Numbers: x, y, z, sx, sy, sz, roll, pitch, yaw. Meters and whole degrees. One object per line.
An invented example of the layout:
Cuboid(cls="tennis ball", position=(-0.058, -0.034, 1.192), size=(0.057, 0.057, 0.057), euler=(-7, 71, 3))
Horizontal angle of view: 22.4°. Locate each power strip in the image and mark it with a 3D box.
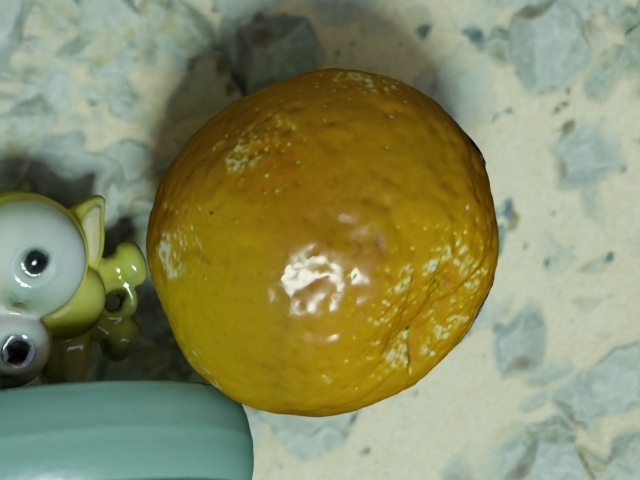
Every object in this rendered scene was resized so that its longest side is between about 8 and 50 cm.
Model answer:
Cuboid(cls="power strip", position=(-0.151, 0.110, 0.801), size=(0.253, 0.167, 0.054), euler=(-3, 72, -19))

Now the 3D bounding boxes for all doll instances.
Cuboid(cls="doll", position=(-0.223, 0.017, 0.767), size=(0.291, 0.086, 0.117), euler=(9, 97, -21))

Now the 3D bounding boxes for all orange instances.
Cuboid(cls="orange", position=(0.002, 0.000, 0.790), size=(0.177, 0.155, 0.177), euler=(-39, 158, -19))
